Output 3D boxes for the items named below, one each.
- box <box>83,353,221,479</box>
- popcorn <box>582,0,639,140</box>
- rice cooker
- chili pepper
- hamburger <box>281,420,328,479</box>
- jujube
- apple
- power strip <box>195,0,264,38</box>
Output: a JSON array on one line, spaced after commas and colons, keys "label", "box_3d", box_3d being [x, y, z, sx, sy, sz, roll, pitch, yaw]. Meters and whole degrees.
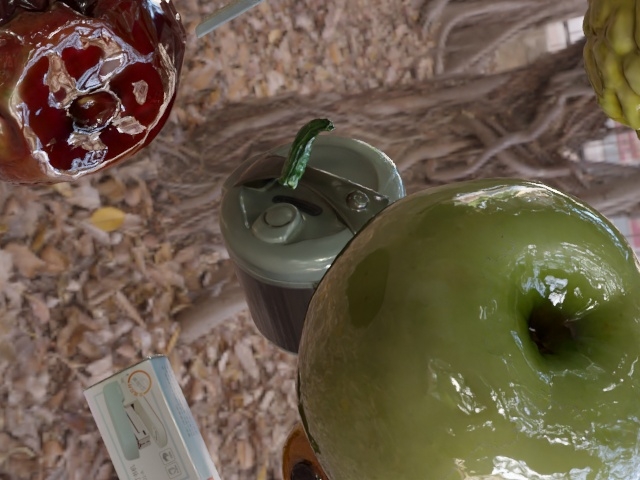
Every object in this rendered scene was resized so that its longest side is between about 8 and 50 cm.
[{"label": "box", "box_3d": [-0.263, 0.330, 1.422, 0.269, 0.135, 0.079, 65, 9, 8]}, {"label": "popcorn", "box_3d": [0.311, -0.166, 0.641, 0.251, 0.236, 0.206, -68, 157, -57]}, {"label": "rice cooker", "box_3d": [0.000, 0.000, 1.503, 0.325, 0.335, 0.335, 75, 21, -46]}, {"label": "chili pepper", "box_3d": [-0.023, -0.130, 1.266, 0.035, 0.118, 0.055, 23, 20, -47]}, {"label": "hamburger", "box_3d": [0.042, 0.333, 1.250, 0.147, 0.237, 0.237, -10, 93, -32]}, {"label": "jujube", "box_3d": [-0.291, -0.218, 0.852, 0.377, 0.276, 0.276, 45, -7, 41]}, {"label": "apple", "box_3d": [0.139, 0.119, 0.828, 0.357, 0.357, 0.357, -8, 90, -68]}, {"label": "power strip", "box_3d": [-0.171, -0.508, 1.907, 0.027, 0.252, 0.060, 56, 24, -24]}]
